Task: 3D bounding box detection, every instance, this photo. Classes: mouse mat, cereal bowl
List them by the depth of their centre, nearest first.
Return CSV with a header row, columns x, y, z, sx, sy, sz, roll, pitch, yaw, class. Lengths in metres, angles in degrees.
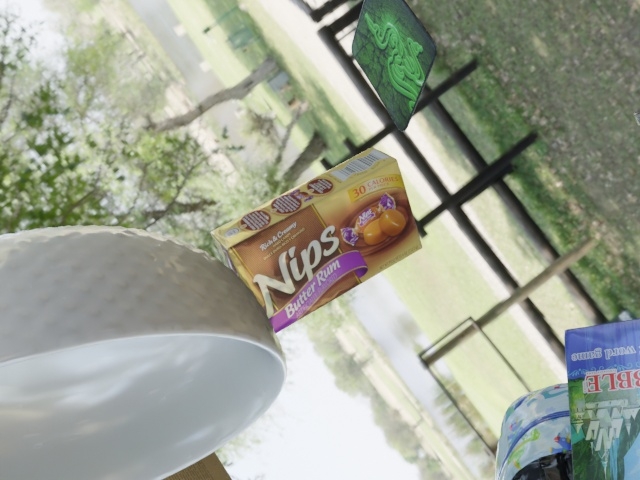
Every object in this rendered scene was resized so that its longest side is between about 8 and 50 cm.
x,y,z,sx,sy,sz,roll,pitch,yaw,class
-0.205,0.096,0.529,0.141,0.338,0.339,65,-177,27,cereal bowl
0.096,-0.266,0.980,0.190,0.007,0.153,63,153,30,mouse mat

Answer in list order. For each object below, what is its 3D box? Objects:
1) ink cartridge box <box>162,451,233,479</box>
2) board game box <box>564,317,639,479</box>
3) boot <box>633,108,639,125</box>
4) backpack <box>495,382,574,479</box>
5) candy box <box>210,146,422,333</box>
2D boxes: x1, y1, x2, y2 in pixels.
x,y,z,sx,sy,sz,roll,pitch,yaw,class
-0.154,0.333,0.788,0.235,0.088,0.193,55,-169,9,ink cartridge box
0.405,0.218,0.672,0.066,0.318,0.318,32,-128,-41,board game box
0.750,-0.185,1.016,0.367,0.445,0.146,48,-155,-5,boot
0.359,0.366,0.933,0.356,0.290,0.273,62,-156,-28,backpack
0.000,0.000,0.689,0.053,0.186,0.109,37,152,56,candy box
